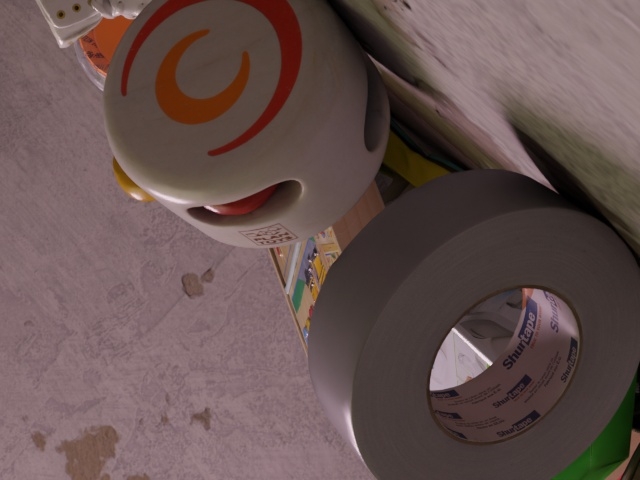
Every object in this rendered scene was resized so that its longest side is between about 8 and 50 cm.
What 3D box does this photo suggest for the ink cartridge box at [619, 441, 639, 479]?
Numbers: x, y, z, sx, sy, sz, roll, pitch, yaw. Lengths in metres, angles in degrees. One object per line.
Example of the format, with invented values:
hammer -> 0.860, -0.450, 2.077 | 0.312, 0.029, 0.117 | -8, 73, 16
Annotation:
ink cartridge box -> 0.349, 0.293, 1.166 | 0.193, 0.088, 0.235 | 29, -152, 14

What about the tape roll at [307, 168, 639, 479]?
tape roll -> 0.104, 0.067, 0.841 | 0.219, 0.219, 0.072 | 43, 180, -34

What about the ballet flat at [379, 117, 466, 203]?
ballet flat -> 0.083, -0.051, 1.166 | 0.231, 0.077, 0.077 | 43, 179, 41

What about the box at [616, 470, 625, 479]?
box -> 0.367, 0.362, 1.400 | 0.142, 0.300, 0.154 | 40, -177, -39

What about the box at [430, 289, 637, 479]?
box -> 0.174, 0.115, 1.228 | 0.231, 0.127, 0.262 | 43, 162, 33

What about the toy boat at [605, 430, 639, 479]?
toy boat -> 0.349, 0.211, 1.589 | 0.231, 0.151, 0.151 | 43, -150, -25

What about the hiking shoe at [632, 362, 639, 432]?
hiking shoe -> 0.309, 0.163, 1.368 | 0.114, 0.086, 0.227 | 46, 180, 2

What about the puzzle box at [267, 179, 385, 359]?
puzzle box -> 0.000, 0.000, 1.243 | 0.409, 0.052, 0.272 | 106, 145, -72

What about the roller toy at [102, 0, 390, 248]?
roller toy -> -0.053, -0.094, 0.965 | 0.191, 0.209, 0.146 | 36, 178, 30

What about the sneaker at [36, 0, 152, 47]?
sneaker -> -0.177, -0.233, 1.242 | 0.292, 0.169, 0.108 | 42, 179, -13

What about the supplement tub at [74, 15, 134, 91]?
supplement tub -> -0.246, -0.284, 1.864 | 0.193, 0.193, 0.316 | 43, 180, 1

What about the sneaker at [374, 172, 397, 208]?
sneaker -> 0.035, -0.088, 1.492 | 0.256, 0.094, 0.151 | 44, -177, -15

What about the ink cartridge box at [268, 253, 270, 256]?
ink cartridge box -> 0.094, 0.037, 1.656 | 0.273, 0.197, 0.114 | 42, 179, -3
